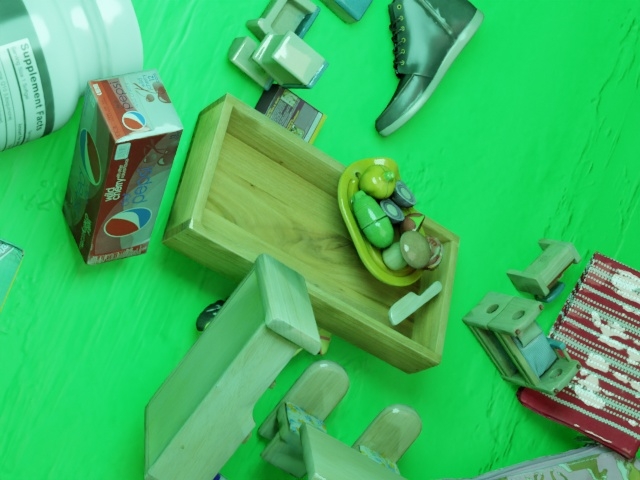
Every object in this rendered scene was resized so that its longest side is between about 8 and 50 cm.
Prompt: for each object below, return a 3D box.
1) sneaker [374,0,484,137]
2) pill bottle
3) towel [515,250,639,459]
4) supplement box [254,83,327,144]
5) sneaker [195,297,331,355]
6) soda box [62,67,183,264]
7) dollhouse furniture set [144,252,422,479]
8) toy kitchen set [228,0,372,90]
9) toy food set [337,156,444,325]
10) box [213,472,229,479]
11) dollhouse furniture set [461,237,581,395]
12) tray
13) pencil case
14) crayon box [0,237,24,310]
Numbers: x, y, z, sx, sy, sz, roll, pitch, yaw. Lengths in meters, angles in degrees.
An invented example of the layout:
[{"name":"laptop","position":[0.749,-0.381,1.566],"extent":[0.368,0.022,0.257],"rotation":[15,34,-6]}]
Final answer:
[{"name":"sneaker","position":[0.116,-0.256,1.735],"extent":[0.118,0.083,0.222],"rotation":[36,85,-8]},{"name":"pill bottle","position":[-0.395,-0.192,1.380],"extent":[0.363,0.210,0.210],"rotation":[-24,106,-25]},{"name":"towel","position":[0.441,0.170,1.903],"extent":[0.199,0.031,0.275],"rotation":[27,77,15]},{"name":"supplement box","position":[-0.043,-0.163,1.667],"extent":[0.083,0.043,0.055],"rotation":[34,80,-28]},{"name":"sneaker","position":[-0.066,0.123,1.668],"extent":[0.208,0.081,0.094],"rotation":[0,98,-29]},{"name":"soda box","position":[-0.233,-0.079,1.454],"extent":[0.083,0.263,0.092],"rotation":[-15,64,-27]},{"name":"dollhouse furniture set","position":[0.021,0.240,1.528],"extent":[0.394,0.362,0.256],"rotation":[32,107,-20]},{"name":"toy kitchen set","position":[0.003,-0.277,1.609],"extent":[0.122,0.166,0.207],"rotation":[37,78,-26]},{"name":"toy food set","position":[0.109,-0.014,1.652],"extent":[0.128,0.071,0.218],"rotation":[-23,88,-43]},{"name":"box","position":[-0.139,0.339,1.626],"extent":[0.137,0.126,0.072],"rotation":[44,77,-25]},{"name":"dollhouse furniture set","position":[0.335,0.109,1.854],"extent":[0.183,0.129,0.129],"rotation":[-43,114,-18]},{"name":"tray","position":[0.000,0.000,1.653],"extent":[0.411,0.076,0.203],"rotation":[31,55,-28]},{"name":"pencil case","position":[0.300,0.399,1.855],"extent":[0.386,0.160,0.167],"rotation":[-9,66,-27]},{"name":"crayon box","position":[-0.440,0.115,1.415],"extent":[0.081,0.165,0.278],"rotation":[25,84,-28]}]
